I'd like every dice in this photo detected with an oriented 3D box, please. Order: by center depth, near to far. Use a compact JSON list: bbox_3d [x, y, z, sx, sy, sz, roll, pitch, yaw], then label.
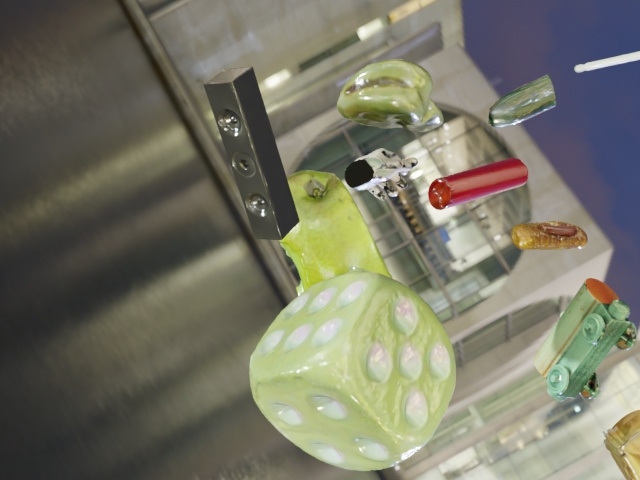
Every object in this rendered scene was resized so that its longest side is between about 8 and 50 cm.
[{"bbox_3d":[0.056,0.216,1.430,0.252,0.254,0.249,-17,-61,44],"label":"dice"}]

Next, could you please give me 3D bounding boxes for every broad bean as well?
[{"bbox_3d":[0.101,-0.190,1.222,0.206,0.153,0.072,71,30,-79],"label":"broad bean"}]

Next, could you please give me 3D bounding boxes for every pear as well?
[{"bbox_3d":[0.000,0.000,1.705,0.286,0.176,0.281,-140,-153,-75],"label":"pear"}]

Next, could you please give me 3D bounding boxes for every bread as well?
[{"bbox_3d":[0.642,0.432,1.605,0.241,0.136,0.107,56,7,-9],"label":"bread"}]

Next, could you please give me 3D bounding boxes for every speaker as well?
[{"bbox_3d":[-0.073,-0.093,0.947,0.046,0.040,0.191,-47,130,-46],"label":"speaker"}]

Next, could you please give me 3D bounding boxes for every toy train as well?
[{"bbox_3d":[0.570,0.217,1.874,0.177,0.116,0.285,-107,-147,-50],"label":"toy train"}]

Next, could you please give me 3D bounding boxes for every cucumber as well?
[{"bbox_3d":[0.285,-0.192,1.222,0.048,0.105,0.048,-25,90,-87],"label":"cucumber"}]

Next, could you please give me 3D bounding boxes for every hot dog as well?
[{"bbox_3d":[0.476,-0.014,1.773,0.047,0.216,0.066,-57,-135,37],"label":"hot dog"}]

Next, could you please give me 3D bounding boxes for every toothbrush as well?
[{"bbox_3d":[0.649,-0.359,1.527,0.040,0.386,0.040,-9,90,-67],"label":"toothbrush"}]

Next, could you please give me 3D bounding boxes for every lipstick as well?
[{"bbox_3d":[0.344,-0.126,1.859,0.073,0.280,0.073,19,-64,44],"label":"lipstick"}]

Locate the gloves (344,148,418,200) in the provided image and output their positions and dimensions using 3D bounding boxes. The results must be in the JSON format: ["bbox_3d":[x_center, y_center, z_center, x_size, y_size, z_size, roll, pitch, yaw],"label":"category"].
[{"bbox_3d":[0.147,-0.169,2.073,0.111,0.127,0.212,41,27,15],"label":"gloves"}]
